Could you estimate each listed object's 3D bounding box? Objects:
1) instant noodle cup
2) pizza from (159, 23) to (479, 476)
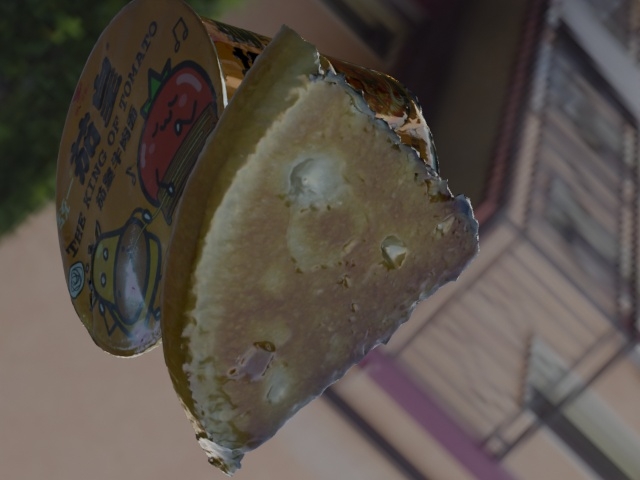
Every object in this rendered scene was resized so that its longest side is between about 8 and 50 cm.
[{"bbox_3d":[-0.043,-0.032,1.109,0.215,0.172,0.216,-13,-105,55],"label":"instant noodle cup"},{"bbox_3d":[0.000,0.000,0.672,0.131,0.178,0.041,-18,-143,-25],"label":"pizza"}]
